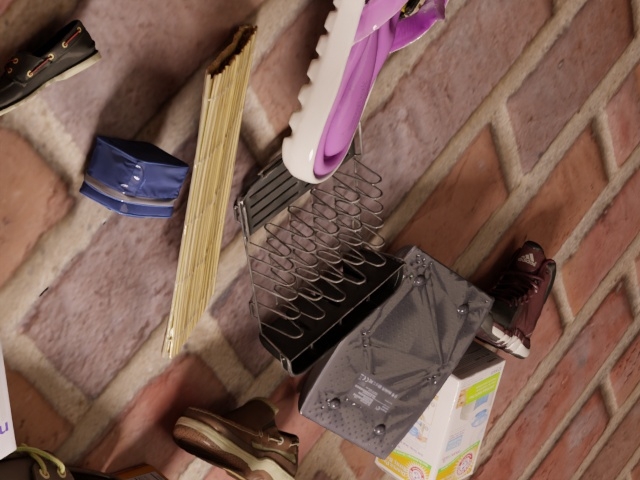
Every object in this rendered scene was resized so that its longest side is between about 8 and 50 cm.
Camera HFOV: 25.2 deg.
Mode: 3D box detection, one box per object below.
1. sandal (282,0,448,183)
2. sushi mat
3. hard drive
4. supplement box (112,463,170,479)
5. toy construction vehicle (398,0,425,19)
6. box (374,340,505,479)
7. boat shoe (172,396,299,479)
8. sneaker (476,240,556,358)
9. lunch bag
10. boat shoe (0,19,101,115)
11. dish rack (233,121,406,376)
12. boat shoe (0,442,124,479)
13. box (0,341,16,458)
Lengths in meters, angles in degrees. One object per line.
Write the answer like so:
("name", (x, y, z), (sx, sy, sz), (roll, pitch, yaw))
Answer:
("sandal", (0.082, -0.239, 1.447), (0.169, 0.102, 0.416), (-35, 149, -62))
("sushi mat", (-0.112, -0.047, 1.431), (0.151, 0.019, 0.316), (-65, 168, -63))
("hard drive", (0.091, 0.139, 1.820), (0.172, 0.054, 0.254), (33, 93, -32))
("supplement box", (-0.144, 0.337, 1.545), (0.080, 0.233, 0.078), (-6, 120, -48))
("toy construction vehicle", (0.090, -0.285, 1.571), (0.086, 0.035, 0.098), (38, 81, -47))
("box", (0.168, 0.244, 2.024), (0.114, 0.103, 0.203), (-17, 128, -46))
("boat shoe", (-0.093, 0.225, 1.678), (0.095, 0.095, 0.257), (-68, 156, -15))
("sneaker", (0.260, 0.067, 2.033), (0.162, 0.106, 0.281), (-65, 158, -2))
("lunch bag", (-0.175, -0.055, 1.348), (0.098, 0.067, 0.065), (5, 111, -57))
("boat shoe", (-0.248, -0.140, 1.205), (0.133, 0.049, 0.042), (-37, 113, -22))
("dish rack", (0.000, 0.000, 1.629), (0.208, 0.074, 0.271), (-40, 142, -30))
("boat shoe", (-0.285, 0.250, 1.399), (0.096, 0.117, 0.324), (-61, 152, -8))
("box", (-0.393, 0.122, 1.135), (0.262, 0.127, 0.231), (-32, 136, -39))
